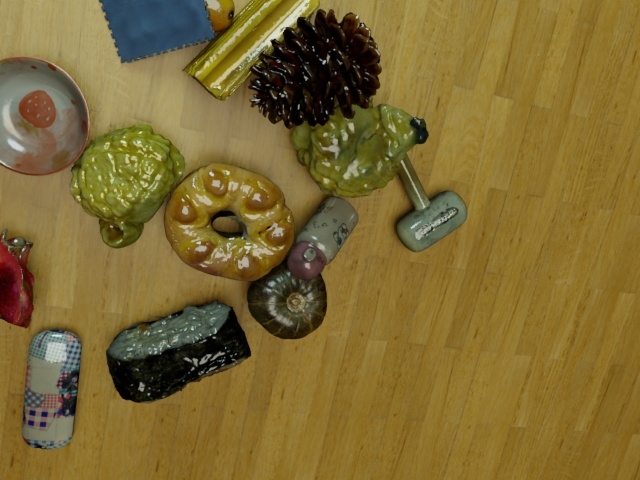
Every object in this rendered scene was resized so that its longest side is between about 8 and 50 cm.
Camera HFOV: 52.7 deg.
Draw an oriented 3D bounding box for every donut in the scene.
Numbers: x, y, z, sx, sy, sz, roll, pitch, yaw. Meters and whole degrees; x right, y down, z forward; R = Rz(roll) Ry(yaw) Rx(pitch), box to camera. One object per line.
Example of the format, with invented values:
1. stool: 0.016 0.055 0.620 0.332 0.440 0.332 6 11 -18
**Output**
1. donut: -0.227 -0.046 1.603 0.299 0.150 0.317 -30 112 -5

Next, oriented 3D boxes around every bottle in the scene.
1. bottle: 0.000 0.000 1.645 0.110 0.110 0.233 50 54 -22

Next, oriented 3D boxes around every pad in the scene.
1. pad: -0.377 -0.543 1.413 0.270 0.012 0.268 -4 112 24

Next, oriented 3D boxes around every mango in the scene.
1. mango: -0.303 -0.564 1.448 0.253 0.113 0.138 43 136 -5

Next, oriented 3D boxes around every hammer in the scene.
1. hammer: 0.255 -0.132 1.741 0.202 0.113 0.305 -34 106 -7

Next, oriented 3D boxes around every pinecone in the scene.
1. pinecone: -0.017 -0.347 1.368 0.292 0.246 0.246 -32 112 -15

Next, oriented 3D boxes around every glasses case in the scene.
1. glasses case: -0.683 0.381 1.640 0.125 0.076 0.327 6 104 -18

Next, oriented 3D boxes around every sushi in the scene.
1. sushi: -0.359 0.285 1.638 0.351 0.211 0.170 -20 114 -3

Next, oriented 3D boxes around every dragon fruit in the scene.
1. dragon fruit: -0.739 0.084 1.509 0.262 0.134 0.211 22 84 15

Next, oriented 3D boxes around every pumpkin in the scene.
1. pumpkin: -0.083 0.155 1.706 0.219 0.162 0.218 4 82 -28

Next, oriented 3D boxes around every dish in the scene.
1. dish: -0.637 -0.280 1.448 0.261 0.085 0.260 -1 108 -4

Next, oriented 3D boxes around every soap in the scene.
1. soap: -0.162 -0.462 1.474 0.324 0.204 0.096 -45 115 1

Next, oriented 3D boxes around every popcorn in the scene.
1. popcorn: -0.465 -0.142 1.506 0.225 0.173 0.286 37 104 -7
2. popcorn: 0.064 -0.241 1.581 0.293 0.237 0.292 -5 111 -13

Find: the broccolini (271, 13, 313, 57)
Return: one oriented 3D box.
1. broccolini: -0.053 -0.518 1.582 0.052 0.054 0.194 30 89 -51
